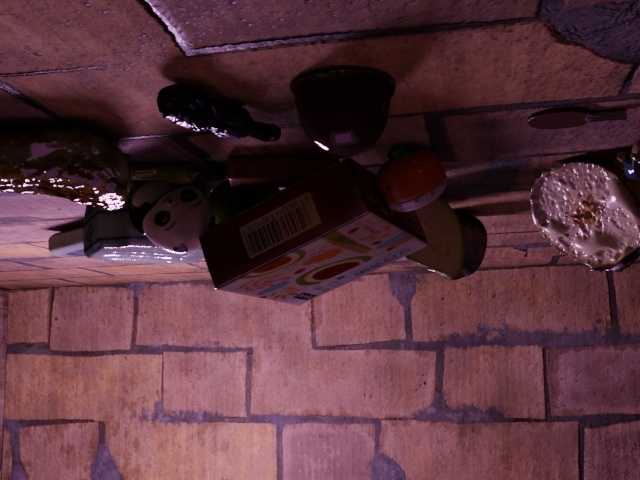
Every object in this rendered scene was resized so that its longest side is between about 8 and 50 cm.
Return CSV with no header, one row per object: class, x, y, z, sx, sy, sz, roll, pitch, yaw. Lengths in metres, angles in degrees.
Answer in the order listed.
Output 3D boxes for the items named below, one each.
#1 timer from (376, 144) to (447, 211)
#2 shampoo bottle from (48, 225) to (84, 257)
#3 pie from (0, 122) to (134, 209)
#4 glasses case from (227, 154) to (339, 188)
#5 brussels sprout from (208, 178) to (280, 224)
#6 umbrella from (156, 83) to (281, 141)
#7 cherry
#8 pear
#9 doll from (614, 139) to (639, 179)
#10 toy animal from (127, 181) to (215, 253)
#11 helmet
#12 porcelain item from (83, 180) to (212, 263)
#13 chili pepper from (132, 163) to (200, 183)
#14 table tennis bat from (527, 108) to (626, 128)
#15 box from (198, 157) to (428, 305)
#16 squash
timer,0.168,-0.126,1.493,0.136,0.136,0.099,3,-160,-27
shampoo bottle,-0.630,-0.008,2.234,0.360,0.078,0.134,-10,171,44
pie,-0.481,-0.125,1.409,0.289,0.102,0.355,9,168,-16
glasses case,-0.071,-0.137,1.557,0.218,0.049,0.075,-1,168,0
brussels sprout,-0.170,-0.064,1.690,0.144,0.180,0.161,38,-163,6
umbrella,-0.148,-0.181,1.209,0.071,0.070,0.248,-7,169,31
cherry,0.370,0.016,2.183,0.195,0.195,0.195,-1,171,0
pear,0.598,-0.083,1.666,0.178,0.266,0.267,-34,-168,-34
doll,0.615,-0.153,1.485,0.102,0.088,0.179,-1,-165,-3
toy animal,-0.289,-0.057,1.599,0.179,0.166,0.138,31,159,50
helmet,0.034,-0.176,1.155,0.155,0.106,0.175,-1,175,3
porcelain item,-0.385,-0.039,1.804,0.286,0.157,0.281,4,168,-25
chili pepper,-0.339,-0.134,1.571,0.208,0.048,0.043,0,130,1
table tennis bat,0.427,-0.205,1.315,0.158,0.014,0.095,-2,170,17
box,0.000,0.000,1.636,0.345,0.122,0.385,-26,161,18
squash,0.178,0.003,2.008,0.234,0.210,0.309,20,155,-36
